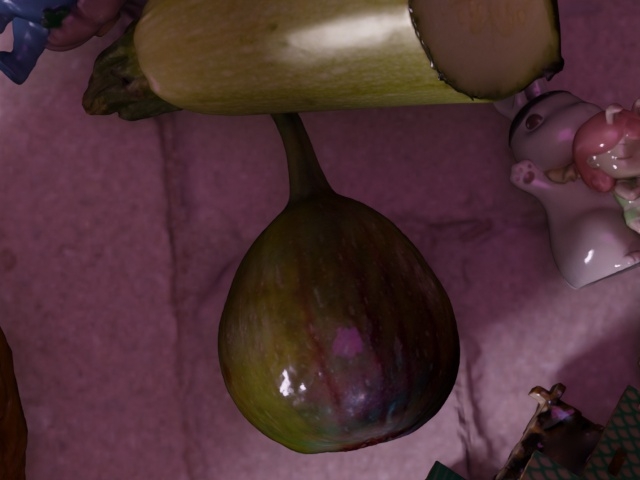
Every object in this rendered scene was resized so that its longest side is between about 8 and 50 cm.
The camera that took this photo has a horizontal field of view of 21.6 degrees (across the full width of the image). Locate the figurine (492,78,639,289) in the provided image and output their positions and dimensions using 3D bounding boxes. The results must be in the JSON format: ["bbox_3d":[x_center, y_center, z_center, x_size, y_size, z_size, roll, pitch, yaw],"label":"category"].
[{"bbox_3d":[0.162,-0.052,0.990,0.098,0.081,0.146,-23,82,32],"label":"figurine"}]

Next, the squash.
[{"bbox_3d":[-0.020,-0.122,0.927,0.287,0.137,0.137,-8,83,16],"label":"squash"}]

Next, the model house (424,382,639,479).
[{"bbox_3d":[0.117,0.199,0.893,0.178,0.206,0.271,36,83,2],"label":"model house"}]

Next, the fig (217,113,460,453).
[{"bbox_3d":[0.000,0.000,0.960,0.149,0.149,0.245,-13,71,-4],"label":"fig"}]

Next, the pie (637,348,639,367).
[{"bbox_3d":[0.329,0.047,0.992,0.282,0.068,0.129,-12,84,-8],"label":"pie"}]

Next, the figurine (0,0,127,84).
[{"bbox_3d":[-0.145,-0.185,0.975,0.144,0.114,0.178,39,76,12],"label":"figurine"}]

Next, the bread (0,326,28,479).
[{"bbox_3d":[-0.264,0.147,0.856,0.172,0.312,0.312,3,82,15],"label":"bread"}]
